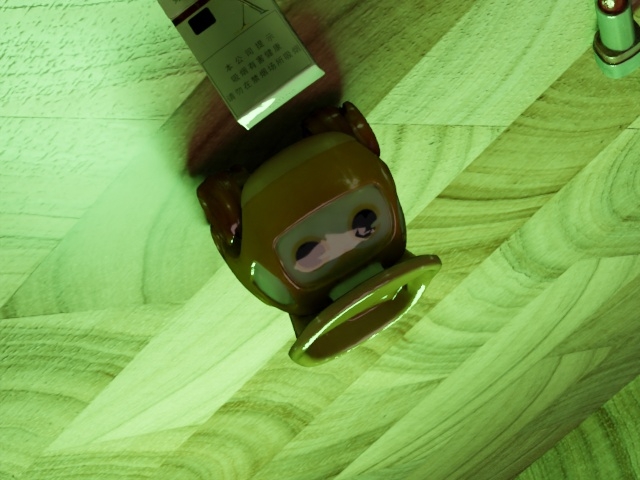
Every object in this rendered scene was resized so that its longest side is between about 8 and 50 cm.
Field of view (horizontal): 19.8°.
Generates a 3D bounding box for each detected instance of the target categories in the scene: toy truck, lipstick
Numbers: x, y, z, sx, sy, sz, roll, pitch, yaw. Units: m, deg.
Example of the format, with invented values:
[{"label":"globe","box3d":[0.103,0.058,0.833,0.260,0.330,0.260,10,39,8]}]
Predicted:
[{"label":"toy truck","box3d":[0.000,0.000,2.026,0.204,0.211,0.288,-31,164,-10]},{"label":"lipstick","box3d":[0.352,-0.263,2.188,0.063,0.057,0.186,-33,155,-1]}]

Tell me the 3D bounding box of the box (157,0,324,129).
[{"label":"box","box3d":[-0.073,-0.182,1.571,0.084,0.154,0.040,-36,164,8]}]
